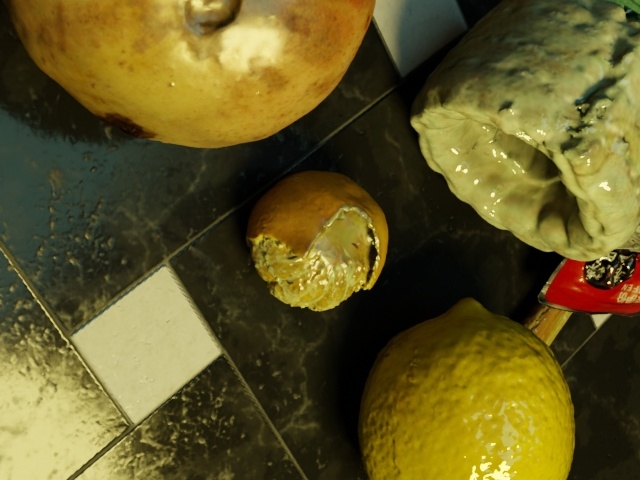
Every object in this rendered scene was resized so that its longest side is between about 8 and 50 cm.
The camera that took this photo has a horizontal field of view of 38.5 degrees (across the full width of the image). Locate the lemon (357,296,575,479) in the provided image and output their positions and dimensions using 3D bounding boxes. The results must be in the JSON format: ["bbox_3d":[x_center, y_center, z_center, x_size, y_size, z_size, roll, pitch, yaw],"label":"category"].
[{"bbox_3d":[0.163,0.212,1.037,0.267,0.267,0.267,-5,98,-33],"label":"lemon"}]

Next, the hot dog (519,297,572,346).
[{"bbox_3d":[0.304,0.099,1.230,0.216,0.047,0.066,-50,133,-19],"label":"hot dog"}]

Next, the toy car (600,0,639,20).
[{"bbox_3d":[0.335,-0.359,1.151,0.320,0.097,0.141,23,99,-26],"label":"toy car"}]

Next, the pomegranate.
[{"bbox_3d":[-0.114,-0.233,0.778,0.322,0.322,0.322,-5,98,-33],"label":"pomegranate"}]

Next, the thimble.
[{"bbox_3d":[0.261,-0.133,1.029,0.291,0.291,0.195,45,71,-29],"label":"thimble"}]

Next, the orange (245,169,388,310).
[{"bbox_3d":[0.000,0.000,0.969,0.156,0.134,0.156,3,83,-27],"label":"orange"}]

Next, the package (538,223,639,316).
[{"bbox_3d":[0.416,0.001,1.148,0.194,0.269,0.071,16,45,-21],"label":"package"}]
